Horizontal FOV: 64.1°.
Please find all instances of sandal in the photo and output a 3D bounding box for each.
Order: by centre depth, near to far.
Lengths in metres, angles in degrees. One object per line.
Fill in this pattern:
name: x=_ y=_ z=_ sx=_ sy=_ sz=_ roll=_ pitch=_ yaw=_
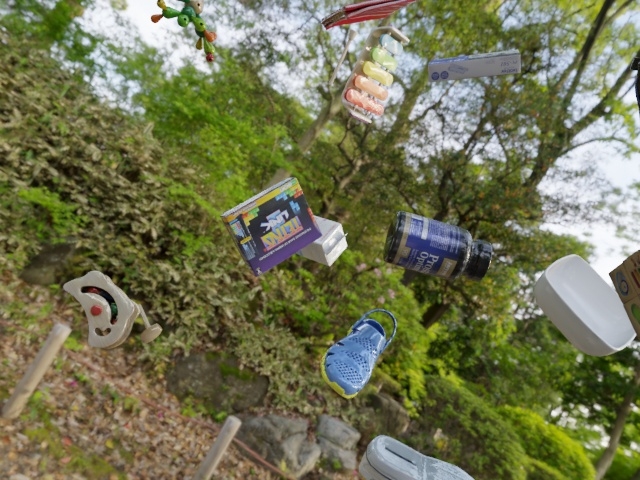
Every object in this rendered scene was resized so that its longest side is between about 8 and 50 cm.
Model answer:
sandal: x=0.104 y=0.265 z=1.284 sx=0.126 sy=0.138 sz=0.317 roll=40 pitch=31 yaw=2

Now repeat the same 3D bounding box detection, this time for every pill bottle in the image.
pill bottle: x=0.259 y=0.019 z=1.142 sx=0.219 sy=0.122 sz=0.123 roll=16 pitch=-12 yaw=0

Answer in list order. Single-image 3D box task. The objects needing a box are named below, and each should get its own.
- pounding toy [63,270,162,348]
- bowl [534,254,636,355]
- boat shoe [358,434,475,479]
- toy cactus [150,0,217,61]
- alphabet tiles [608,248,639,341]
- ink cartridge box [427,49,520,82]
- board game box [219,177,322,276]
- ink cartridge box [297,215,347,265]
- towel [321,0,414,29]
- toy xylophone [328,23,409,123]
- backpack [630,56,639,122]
pounding toy: x=-0.594 y=0.218 z=1.445 sx=0.269 sy=0.154 sz=0.155 roll=42 pitch=-14 yaw=5
bowl: x=0.372 y=0.096 z=0.731 sx=0.142 sy=0.053 sz=0.142 roll=-15 pitch=60 yaw=-44
boat shoe: x=0.168 y=0.393 z=0.816 sx=0.226 sy=0.076 sz=0.083 roll=32 pitch=32 yaw=8
toy cactus: x=-0.333 y=-0.570 z=1.292 sx=0.112 sy=0.180 sz=0.219 roll=-27 pitch=-53 yaw=26
alphabet tiles: x=0.350 y=0.082 z=0.458 sx=0.009 sy=0.198 sz=0.237 roll=-14 pitch=-23 yaw=1
ink cartridge box: x=0.368 y=-0.419 z=1.229 sx=0.207 sy=0.097 sz=0.046 roll=-1 pitch=-65 yaw=19
board game box: x=-0.098 y=-0.029 z=1.050 sx=0.048 sy=0.170 sz=0.141 roll=12 pitch=-48 yaw=63
ink cartridge box: x=0.000 y=0.000 z=1.428 sx=0.143 sy=0.092 sz=0.090 roll=20 pitch=-35 yaw=35
towel: x=0.119 y=-0.538 z=1.199 sx=0.275 sy=0.199 sz=0.031 roll=-121 pitch=-163 yaw=-70
toy xylophone: x=0.156 y=-0.562 z=1.707 sx=0.236 sy=0.322 sz=0.081 roll=-1 pitch=28 yaw=-45
backpack: x=0.706 y=-0.213 z=0.859 sx=0.263 sy=0.213 sz=0.276 roll=-4 pitch=-78 yaw=55
